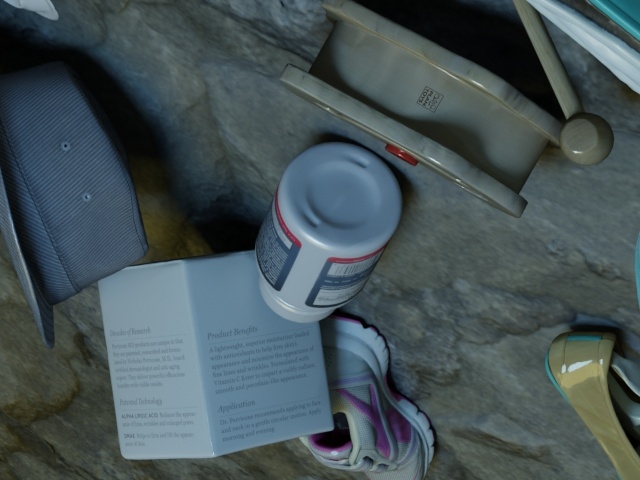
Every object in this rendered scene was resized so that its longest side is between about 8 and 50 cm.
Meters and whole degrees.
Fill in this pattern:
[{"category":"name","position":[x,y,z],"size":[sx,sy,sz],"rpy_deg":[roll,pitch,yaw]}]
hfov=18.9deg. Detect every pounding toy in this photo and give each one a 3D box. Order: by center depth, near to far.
[{"category":"pounding toy","position":[0.113,-0.120,1.435],"size":[0.269,0.155,0.154],"rpy_deg":[30,-179,24]}]

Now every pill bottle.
[{"category":"pill bottle","position":[0.000,0.000,1.689],"size":[0.108,0.108,0.180],"rpy_deg":[31,151,2]}]

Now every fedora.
[{"category":"fedora","position":[-0.234,-0.051,1.752],"size":[0.244,0.124,0.275],"rpy_deg":[-145,35,-85]}]

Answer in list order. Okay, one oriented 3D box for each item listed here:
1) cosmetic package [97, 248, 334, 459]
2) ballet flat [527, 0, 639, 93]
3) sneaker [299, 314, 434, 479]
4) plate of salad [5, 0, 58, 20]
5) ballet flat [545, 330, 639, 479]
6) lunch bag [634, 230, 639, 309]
[{"category":"cosmetic package","position":[-0.100,0.105,1.823],"size":[0.151,0.151,0.183],"rpy_deg":[-9,88,50]},{"category":"ballet flat","position":[0.132,-0.212,1.235],"size":[0.400,0.139,0.139],"rpy_deg":[39,150,-14]},{"category":"sneaker","position":[0.030,0.188,1.941],"size":[0.103,0.111,0.252],"rpy_deg":[9,144,36]},{"category":"plate of salad","position":[-0.289,-0.261,1.616],"size":[0.200,0.048,0.200],"rpy_deg":[39,172,7]},{"category":"ballet flat","position":[0.282,0.167,1.706],"size":[0.073,0.080,0.232],"rpy_deg":[-16,128,35]},{"category":"lunch bag","position":[0.341,0.052,1.321],"size":[0.108,0.224,0.279],"rpy_deg":[-4,165,-31]}]
